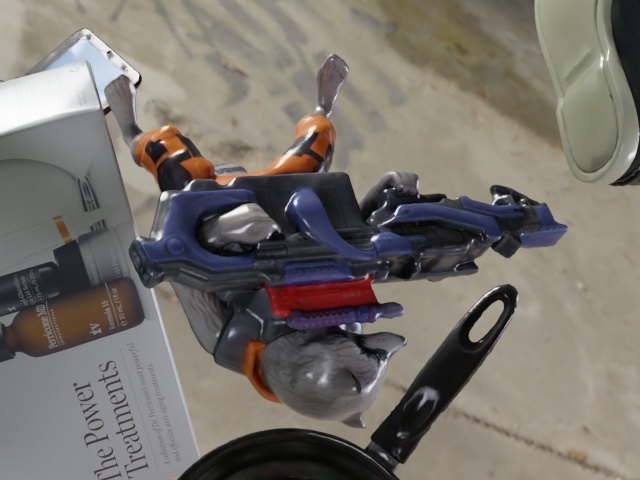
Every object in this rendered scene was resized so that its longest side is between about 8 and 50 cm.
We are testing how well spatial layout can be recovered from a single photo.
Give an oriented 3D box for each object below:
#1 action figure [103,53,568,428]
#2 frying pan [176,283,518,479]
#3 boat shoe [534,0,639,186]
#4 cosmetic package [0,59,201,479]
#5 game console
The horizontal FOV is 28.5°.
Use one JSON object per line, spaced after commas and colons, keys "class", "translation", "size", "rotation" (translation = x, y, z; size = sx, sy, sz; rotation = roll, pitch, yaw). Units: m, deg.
{"class": "action figure", "translation": [0.000, 0.000, 0.973], "size": [0.341, 0.178, 0.330], "rotation": [2, 47, -21]}
{"class": "frying pan", "translation": [-0.003, 0.164, 0.845], "size": [0.197, 0.053, 0.326], "rotation": [15, 78, 7]}
{"class": "boat shoe", "translation": [0.301, -0.203, 1.259], "size": [0.113, 0.127, 0.340], "rotation": [11, 56, -25]}
{"class": "cosmetic package", "translation": [-0.273, 0.071, 1.018], "size": [0.284, 0.377, 0.097], "rotation": [-16, 36, -7]}
{"class": "game console", "translation": [-0.243, -0.140, 1.071], "size": [0.124, 0.085, 0.144], "rotation": [14, 17, -38]}
